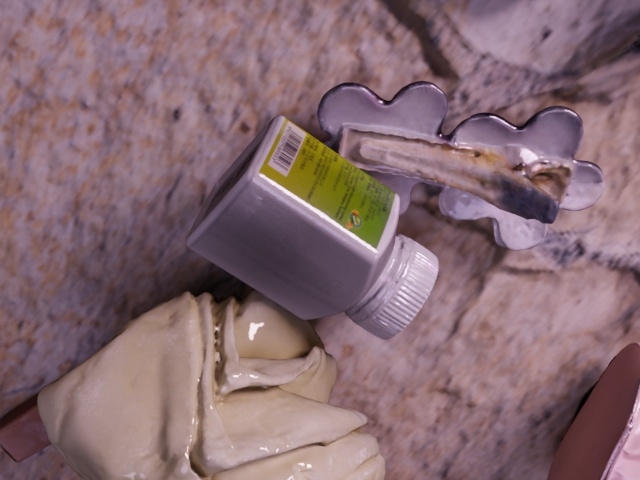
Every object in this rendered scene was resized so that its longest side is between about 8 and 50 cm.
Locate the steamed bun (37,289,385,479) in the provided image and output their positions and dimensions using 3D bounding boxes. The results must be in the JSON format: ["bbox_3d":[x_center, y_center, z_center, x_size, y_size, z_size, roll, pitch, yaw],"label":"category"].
[{"bbox_3d":[-0.062,0.172,0.893,0.203,0.276,0.289,-46,79,10],"label":"steamed bun"}]

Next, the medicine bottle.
[{"bbox_3d":[0.000,0.000,0.863,0.188,0.088,0.132,34,138,-14],"label":"medicine bottle"}]

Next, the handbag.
[{"bbox_3d":[0.291,0.192,0.906,0.116,0.179,0.205,25,114,2],"label":"handbag"}]

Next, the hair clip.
[{"bbox_3d":[0.112,-0.062,0.864,0.257,0.075,0.146,15,132,6],"label":"hair clip"}]

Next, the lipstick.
[{"bbox_3d":[-0.256,0.166,1.016,0.145,0.045,0.045,-32,110,18],"label":"lipstick"}]
